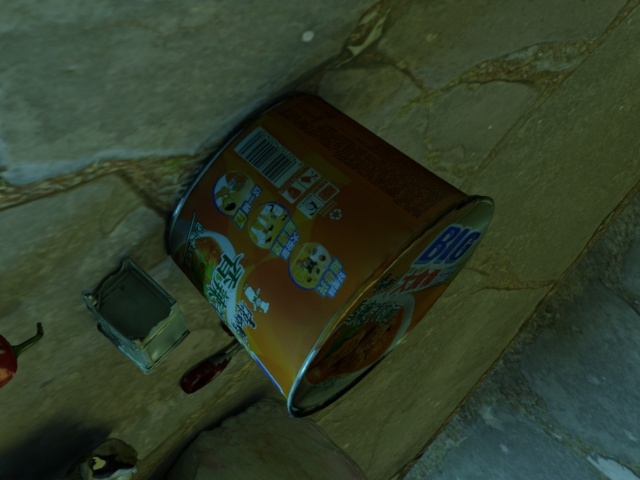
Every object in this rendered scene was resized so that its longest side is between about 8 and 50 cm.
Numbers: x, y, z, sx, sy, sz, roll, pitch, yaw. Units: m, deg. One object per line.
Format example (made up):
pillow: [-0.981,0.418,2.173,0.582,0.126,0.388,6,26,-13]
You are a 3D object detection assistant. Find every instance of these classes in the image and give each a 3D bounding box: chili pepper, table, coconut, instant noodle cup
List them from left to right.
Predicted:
chili pepper: [-0.314,0.122,1.211,0.191,0.050,0.059,-30,173,-27]
table: [-0.180,0.073,1.382,0.062,0.079,0.083,-45,161,-16]
coconut: [-0.074,0.473,2.046,0.404,0.404,0.404,-42,162,-17]
instant noodle cup: [0.000,0.000,1.423,0.296,0.214,0.296,-42,162,-17]

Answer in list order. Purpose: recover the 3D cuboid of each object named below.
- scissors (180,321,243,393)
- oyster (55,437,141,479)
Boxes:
scissors: [-0.083,0.122,1.838,0.144,0.017,0.248,-54,163,23]
oyster: [-0.312,0.309,1.549,0.351,0.115,0.238,-32,149,-54]
